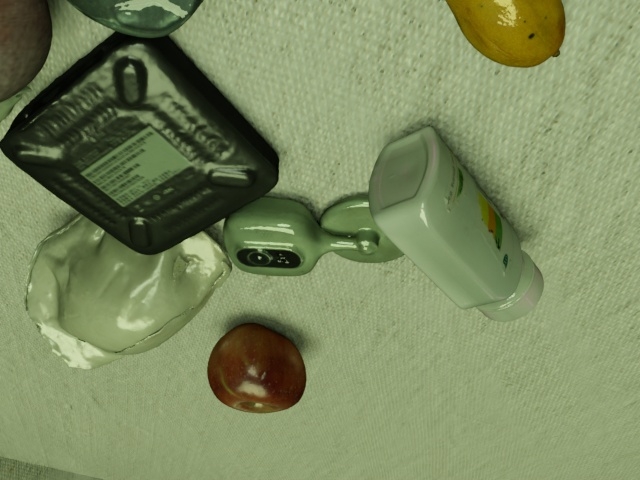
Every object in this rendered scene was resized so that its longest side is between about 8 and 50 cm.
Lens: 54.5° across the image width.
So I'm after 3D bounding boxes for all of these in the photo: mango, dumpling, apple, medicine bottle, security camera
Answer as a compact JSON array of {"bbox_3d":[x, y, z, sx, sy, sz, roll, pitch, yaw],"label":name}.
[{"bbox_3d":[0.170,-0.241,0.607,0.190,0.075,0.098,36,131,-20],"label":"mango"},{"bbox_3d":[-0.339,0.067,1.050,0.341,0.181,0.260,-25,112,37],"label":"dumpling"},{"bbox_3d":[-0.128,0.258,1.261,0.201,0.162,0.201,2,152,1],"label":"apple"},{"bbox_3d":[0.189,-0.005,0.833,0.111,0.161,0.296,-18,133,35],"label":"medicine bottle"},{"bbox_3d":[0.000,0.000,0.961,0.301,0.080,0.157,1,141,8],"label":"security camera"}]

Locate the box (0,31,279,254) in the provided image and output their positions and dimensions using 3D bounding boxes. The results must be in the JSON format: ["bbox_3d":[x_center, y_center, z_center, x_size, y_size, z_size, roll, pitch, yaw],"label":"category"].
[{"bbox_3d":[-0.240,-0.114,0.842,0.289,0.073,0.289,-26,129,25],"label":"box"}]

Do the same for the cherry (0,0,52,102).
[{"bbox_3d":[-0.402,-0.238,0.600,0.221,0.307,0.261,50,148,22],"label":"cherry"}]

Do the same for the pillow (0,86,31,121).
[{"bbox_3d":[-0.509,-0.230,0.775,0.144,0.078,0.254,-21,133,35],"label":"pillow"}]

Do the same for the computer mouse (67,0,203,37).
[{"bbox_3d":[-0.107,-0.324,0.557,0.379,0.090,0.167,-22,133,27],"label":"computer mouse"}]
